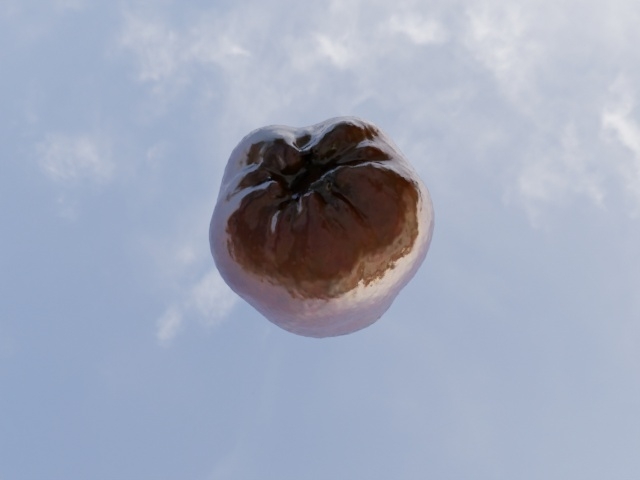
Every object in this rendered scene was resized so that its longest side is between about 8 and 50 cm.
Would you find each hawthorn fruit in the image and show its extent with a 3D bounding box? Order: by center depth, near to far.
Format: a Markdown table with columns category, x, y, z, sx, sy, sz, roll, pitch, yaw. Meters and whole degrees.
| category | x | y | z | sx | sy | sz | roll | pitch | yaw |
| --- | --- | --- | --- | --- | --- | --- | --- | --- | --- |
| hawthorn fruit | 0.000 | 0.000 | 0.866 | 0.224 | 0.260 | 0.224 | -2 | -124 | 2 |
